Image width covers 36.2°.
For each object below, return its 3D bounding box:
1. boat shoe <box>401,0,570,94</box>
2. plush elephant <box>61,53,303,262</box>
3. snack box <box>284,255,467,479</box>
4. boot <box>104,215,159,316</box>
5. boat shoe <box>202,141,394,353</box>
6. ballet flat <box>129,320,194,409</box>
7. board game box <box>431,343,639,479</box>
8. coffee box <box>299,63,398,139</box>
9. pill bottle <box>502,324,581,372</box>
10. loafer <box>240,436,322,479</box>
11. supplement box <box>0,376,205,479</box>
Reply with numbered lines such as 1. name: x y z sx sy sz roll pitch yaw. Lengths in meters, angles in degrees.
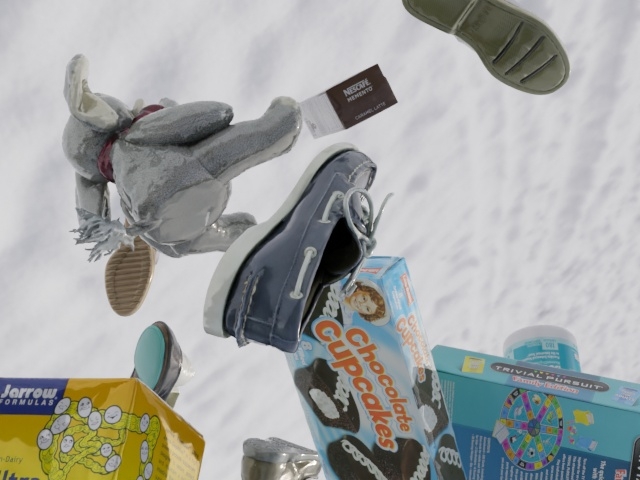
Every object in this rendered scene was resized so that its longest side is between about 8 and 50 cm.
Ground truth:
1. boat shoe: 0.248 -0.328 1.441 0.302 0.103 0.113 30 125 -23
2. plush elephant: -0.236 -0.114 1.338 0.330 0.255 0.272 -20 145 -34
3. snack box: 0.053 0.172 1.189 0.060 0.187 0.322 -37 117 -45
4. boot: -0.332 0.031 1.848 0.090 0.248 0.207 4 169 5
5. boat shoe: 0.000 0.000 0.752 0.254 0.079 0.095 -48 154 -57
6. ballet flat: -0.271 0.231 1.611 0.096 0.095 0.280 -4 136 -38
7. board game box: 0.294 0.294 1.282 0.079 0.336 0.254 -37 133 -60
8. coffee box: 0.055 -0.308 2.195 0.141 0.098 0.246 -30 -171 -15
9. pill bottle: 0.428 0.304 1.852 0.146 0.264 0.146 0 146 0
10. loafer: -0.068 0.366 1.558 0.251 0.094 0.087 32 74 -64
11. supplement box: -0.282 0.350 1.079 0.194 0.356 0.195 -2 148 19
